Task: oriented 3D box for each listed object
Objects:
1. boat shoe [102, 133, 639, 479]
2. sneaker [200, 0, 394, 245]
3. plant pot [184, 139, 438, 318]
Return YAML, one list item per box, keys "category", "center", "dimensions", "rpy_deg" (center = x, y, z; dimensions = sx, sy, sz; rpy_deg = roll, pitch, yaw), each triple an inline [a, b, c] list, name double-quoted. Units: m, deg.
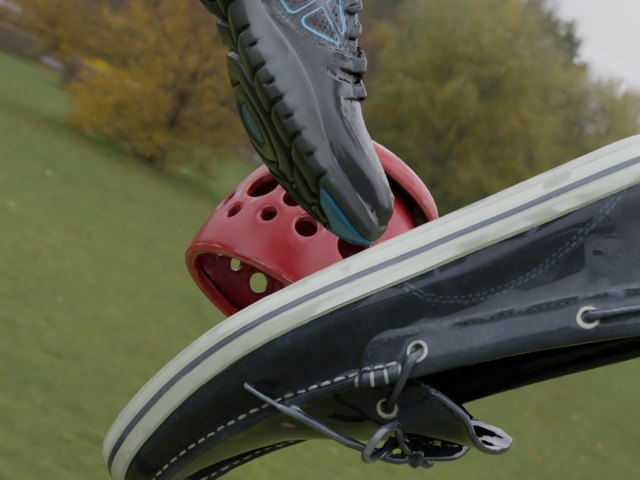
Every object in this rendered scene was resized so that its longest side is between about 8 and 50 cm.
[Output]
- category: "boat shoe"
  center: [0.067, 0.091, 1.107]
  dimensions: [0.156, 0.500, 0.187]
  rpy_deg: [69, 14, 15]
- category: "sneaker"
  center: [-0.010, -0.162, 1.144]
  dimensions: [0.340, 0.140, 0.125]
  rpy_deg: [65, -16, -9]
- category: "plant pot"
  center: [0.000, 0.000, 1.398]
  dimensions: [0.191, 0.174, 0.191]
  rpy_deg: [30, -20, 12]
